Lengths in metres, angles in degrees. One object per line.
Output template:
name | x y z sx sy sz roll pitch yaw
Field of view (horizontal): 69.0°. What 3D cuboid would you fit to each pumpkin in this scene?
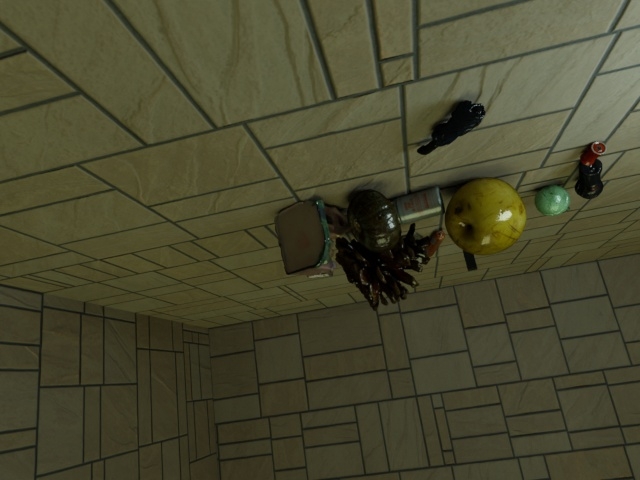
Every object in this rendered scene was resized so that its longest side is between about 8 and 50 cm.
pumpkin | 0.188 -0.066 1.567 0.162 0.219 0.219 -26 167 -16

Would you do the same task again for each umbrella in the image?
umbrella | 0.331 -0.280 1.197 0.071 0.070 0.248 -3 166 -18

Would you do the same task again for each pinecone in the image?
pinecone | 0.257 0.060 1.824 0.385 0.384 0.384 -8 163 -2

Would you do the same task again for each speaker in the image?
speaker | 0.676 0.043 2.145 0.046 0.191 0.040 -15 162 17

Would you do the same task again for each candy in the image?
candy | 0.965 -0.144 1.877 0.119 0.119 0.440 -21 165 34

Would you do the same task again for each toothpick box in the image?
toothpick box | 0.860 -0.274 1.473 0.047 0.047 0.083 -9 163 1

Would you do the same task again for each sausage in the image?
sausage | 0.543 0.019 2.236 0.053 0.053 0.348 -8 162 0

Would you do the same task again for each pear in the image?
pear | 0.554 -0.078 1.584 0.281 0.280 0.280 -8 163 -2

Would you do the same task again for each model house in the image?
model house | 0.000 0.000 1.640 0.202 0.236 0.237 -25 160 31

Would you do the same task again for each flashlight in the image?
flashlight | 0.947 -0.216 1.634 0.093 0.092 0.232 -16 160 23

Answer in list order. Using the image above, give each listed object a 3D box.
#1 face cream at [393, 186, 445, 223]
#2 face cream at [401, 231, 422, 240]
face cream | 0.303 -0.110 1.643 0.252 0.101 0.101 -14 162 19
face cream | 0.316 0.048 2.202 0.341 0.084 0.137 -24 148 23
